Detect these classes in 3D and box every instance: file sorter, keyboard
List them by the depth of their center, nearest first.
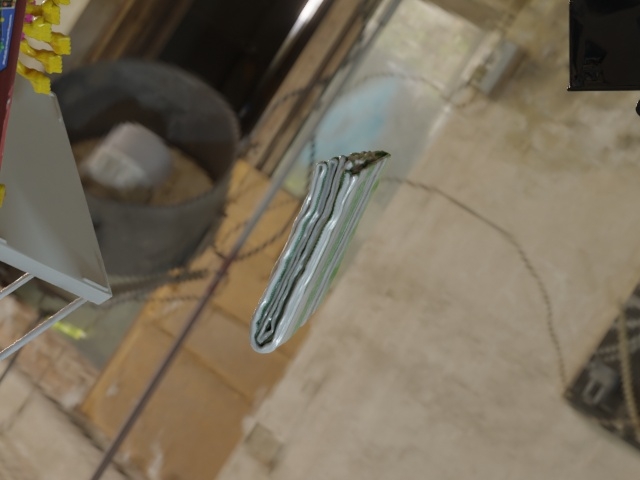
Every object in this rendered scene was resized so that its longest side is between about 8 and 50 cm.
[{"bbox_3d":[0.265,-0.136,0.975,0.180,0.108,0.023,5,-170,40],"label":"keyboard"},{"bbox_3d":[-0.363,-0.042,1.325,0.193,0.173,0.278,34,-151,-52],"label":"file sorter"}]

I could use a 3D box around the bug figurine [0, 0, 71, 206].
[{"bbox_3d":[-0.220,-0.120,0.822,0.072,0.216,0.279,21,149,0],"label":"bug figurine"}]

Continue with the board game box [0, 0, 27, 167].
[{"bbox_3d":[-0.100,-0.154,0.365,0.027,0.281,0.145,2,-158,-31],"label":"board game box"}]

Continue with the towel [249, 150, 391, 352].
[{"bbox_3d":[0.000,0.000,0.745,0.023,0.113,0.152,27,-170,6],"label":"towel"}]
